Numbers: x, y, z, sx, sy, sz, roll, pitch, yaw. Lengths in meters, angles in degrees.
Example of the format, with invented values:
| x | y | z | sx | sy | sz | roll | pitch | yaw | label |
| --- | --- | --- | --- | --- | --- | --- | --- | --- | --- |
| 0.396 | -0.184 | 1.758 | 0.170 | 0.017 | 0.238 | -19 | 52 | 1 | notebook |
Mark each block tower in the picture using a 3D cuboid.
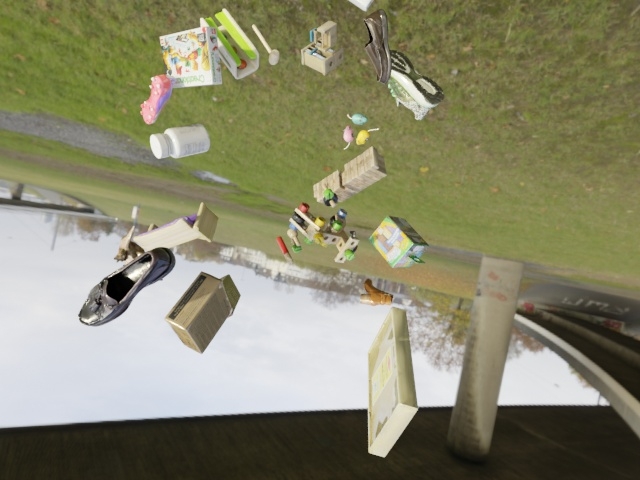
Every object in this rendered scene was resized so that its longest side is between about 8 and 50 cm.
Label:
| x | y | z | sx | sy | sz | roll | pitch | yaw | label |
| --- | --- | --- | --- | --- | --- | --- | --- | --- | --- |
| 0.117 | -0.243 | 1.623 | 0.097 | 0.091 | 0.335 | 17 | 149 | -37 | block tower |

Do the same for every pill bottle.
| x | y | z | sx | sy | sz | roll | pitch | yaw | label |
| --- | --- | --- | --- | --- | --- | --- | --- | --- | --- |
| -0.622 | -0.437 | 1.793 | 0.229 | 0.131 | 0.131 | -25 | -157 | -38 | pill bottle |

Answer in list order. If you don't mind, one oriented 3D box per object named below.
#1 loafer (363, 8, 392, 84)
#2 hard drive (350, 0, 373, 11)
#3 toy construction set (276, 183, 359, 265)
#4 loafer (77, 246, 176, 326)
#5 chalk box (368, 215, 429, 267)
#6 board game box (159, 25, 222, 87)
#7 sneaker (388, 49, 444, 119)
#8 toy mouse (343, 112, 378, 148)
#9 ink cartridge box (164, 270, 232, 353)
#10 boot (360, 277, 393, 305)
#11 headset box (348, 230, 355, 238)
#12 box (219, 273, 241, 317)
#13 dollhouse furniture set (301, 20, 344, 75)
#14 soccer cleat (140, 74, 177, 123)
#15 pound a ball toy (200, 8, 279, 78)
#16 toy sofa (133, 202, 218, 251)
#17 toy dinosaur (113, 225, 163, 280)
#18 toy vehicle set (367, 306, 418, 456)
| x | y | z | sx | sy | sz | roll | pitch | yaw | label |
| --- | --- | --- | --- | --- | --- | --- | --- | --- | --- |
| 0.177 | -0.614 | 1.299 | 0.078 | 0.220 | 0.080 | -13 | -157 | -3 | loafer |
| 0.160 | -0.992 | 1.353 | 0.233 | 0.353 | 0.047 | 35 | -173 | 1 | hard drive |
| 0.000 | 0.000 | 1.550 | 0.257 | 0.309 | 0.237 | 37 | -159 | -55 | toy construction set |
| -0.525 | 0.117 | 1.058 | 0.109 | 0.302 | 0.095 | 52 | -178 | 9 | loafer |
| 0.321 | 0.024 | 1.588 | 0.132 | 0.132 | 0.213 | 6 | -141 | -47 | chalk box |
| -0.502 | -0.697 | 1.558 | 0.305 | 0.192 | 0.053 | 13 | -156 | 37 | board game box |
| 0.359 | -0.701 | 1.841 | 0.158 | 0.410 | 0.182 | -30 | 162 | -30 | sneaker |
| 0.122 | -0.414 | 1.485 | 0.031 | 0.143 | 0.161 | -3 | 153 | -45 | toy mouse |
| -0.396 | 0.245 | 1.347 | 0.088 | 0.193 | 0.234 | 23 | 148 | 13 | ink cartridge box |
| 0.286 | 0.262 | 2.006 | 0.152 | 0.073 | 0.197 | 3 | -148 | 14 | boot |
| 0.167 | -0.006 | 2.153 | 0.032 | 0.062 | 0.083 | 1 | 156 | -4 | headset box |
| -0.492 | 0.282 | 1.858 | 0.191 | 0.143 | 0.381 | -27 | -175 | -2 | box |
| 0.010 | -0.796 | 1.620 | 0.129 | 0.129 | 0.183 | 35 | 154 | 22 | dollhouse furniture set |
| -0.648 | -0.560 | 1.622 | 0.095 | 0.083 | 0.248 | -28 | 169 | -45 | soccer cleat |
| -0.352 | -0.856 | 1.784 | 0.319 | 0.208 | 0.136 | 53 | 162 | 7 | pound a ball toy |
| -0.673 | -0.055 | 1.879 | 0.363 | 0.150 | 0.177 | -17 | 136 | 26 | toy sofa |
| -0.688 | 0.069 | 1.498 | 0.127 | 0.295 | 0.200 | -20 | -147 | -19 | toy dinosaur |
| 0.147 | 0.292 | 0.872 | 0.035 | 0.166 | 0.267 | 17 | -148 | -4 | toy vehicle set |
